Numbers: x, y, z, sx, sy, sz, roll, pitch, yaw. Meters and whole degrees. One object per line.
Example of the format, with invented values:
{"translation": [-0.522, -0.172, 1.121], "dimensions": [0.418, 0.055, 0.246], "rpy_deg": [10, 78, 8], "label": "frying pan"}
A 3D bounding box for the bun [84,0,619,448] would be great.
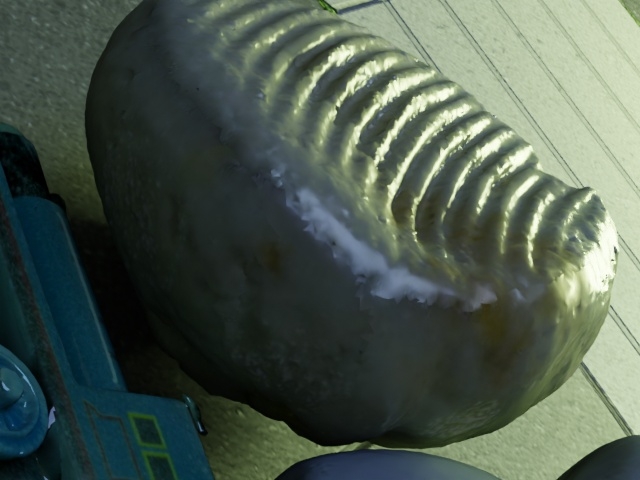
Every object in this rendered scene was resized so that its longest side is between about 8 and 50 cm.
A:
{"translation": [0.000, 0.000, 0.997], "dimensions": [0.365, 0.219, 0.365], "rpy_deg": [26, 25, -13], "label": "bun"}

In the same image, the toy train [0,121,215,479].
{"translation": [-0.182, 0.047, 0.854], "dimensions": [0.194, 0.120, 0.298], "rpy_deg": [16, 42, -49], "label": "toy train"}

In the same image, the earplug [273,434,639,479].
{"translation": [0.092, 0.195, 0.913], "dimensions": [0.326, 0.214, 0.175], "rpy_deg": [-4, 56, -43], "label": "earplug"}
